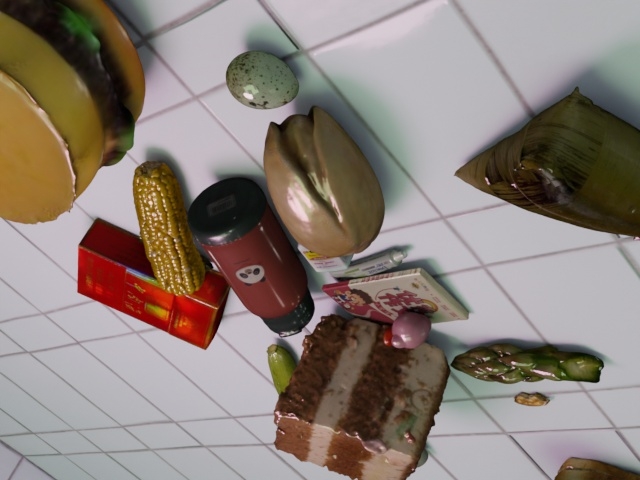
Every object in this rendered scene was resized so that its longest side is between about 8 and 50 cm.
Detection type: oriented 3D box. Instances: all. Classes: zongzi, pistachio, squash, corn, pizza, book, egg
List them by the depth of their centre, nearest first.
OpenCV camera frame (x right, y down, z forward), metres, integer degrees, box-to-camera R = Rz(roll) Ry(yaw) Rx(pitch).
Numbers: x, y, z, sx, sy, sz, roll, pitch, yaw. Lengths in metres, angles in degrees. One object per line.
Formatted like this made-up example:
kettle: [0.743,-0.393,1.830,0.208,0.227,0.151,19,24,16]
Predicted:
zongzi: [0.363,-0.072,1.335,0.274,0.145,0.300,26,164,-13]
egg: [-0.086,-0.236,1.407,0.110,0.085,0.085,8,146,-8]
pistachio: [0.008,-0.079,1.495,0.162,0.181,0.293,-29,131,6]
book: [0.137,0.113,1.764,0.232,0.022,0.162,-11,140,41]
corn: [-0.290,-0.022,1.787,0.102,0.102,0.313,8,132,22]
pizza: [0.417,0.313,1.879,0.083,0.016,0.037,-8,135,43]
squash: [-0.079,0.297,2.113,0.066,0.066,0.201,7,141,24]

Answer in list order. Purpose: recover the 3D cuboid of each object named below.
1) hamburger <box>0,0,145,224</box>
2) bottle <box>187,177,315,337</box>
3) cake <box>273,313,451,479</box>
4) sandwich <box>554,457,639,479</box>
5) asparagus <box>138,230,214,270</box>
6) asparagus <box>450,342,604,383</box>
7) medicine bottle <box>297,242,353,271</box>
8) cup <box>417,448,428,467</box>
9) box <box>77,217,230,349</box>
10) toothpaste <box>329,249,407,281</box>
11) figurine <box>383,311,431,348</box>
hamburger: [-0.462,-0.236,1.463,0.395,0.277,0.396,16,141,13]
bottle: [-0.112,0.047,1.740,0.144,0.144,0.336,3,140,29]
cake: [0.079,0.321,1.868,0.290,0.256,0.282,23,152,8]
sandwich: [0.624,0.587,2.035,0.254,0.100,0.288,9,142,20]
asparagus: [-0.290,0.022,1.914,0.165,0.030,0.036,26,124,1]
asparagus: [0.367,0.227,1.746,0.287,0.080,0.080,-3,137,35]
medicine bottle: [0.000,0.000,1.687,0.074,0.055,0.118,-5,135,38]
cup: [0.203,0.473,2.192,0.075,0.054,0.083,30,156,50]
box: [-0.353,0.097,2.000,0.313,0.089,0.197,23,144,1]
toothpaste: [0.088,0.047,1.719,0.048,0.029,0.197,34,148,-25]
figurine: [0.161,0.165,1.741,0.071,0.083,0.067,1,123,49]
